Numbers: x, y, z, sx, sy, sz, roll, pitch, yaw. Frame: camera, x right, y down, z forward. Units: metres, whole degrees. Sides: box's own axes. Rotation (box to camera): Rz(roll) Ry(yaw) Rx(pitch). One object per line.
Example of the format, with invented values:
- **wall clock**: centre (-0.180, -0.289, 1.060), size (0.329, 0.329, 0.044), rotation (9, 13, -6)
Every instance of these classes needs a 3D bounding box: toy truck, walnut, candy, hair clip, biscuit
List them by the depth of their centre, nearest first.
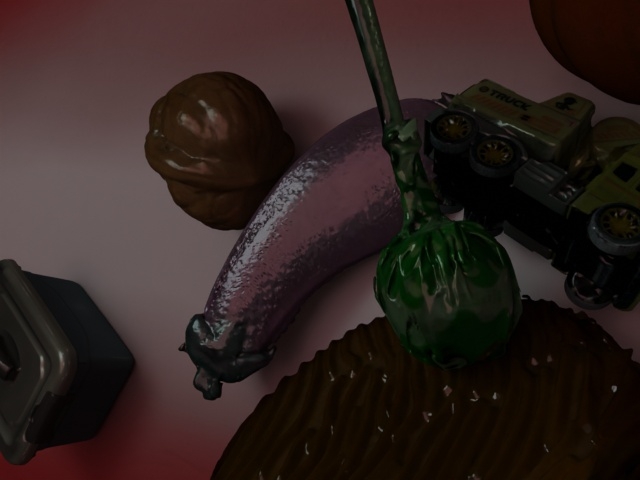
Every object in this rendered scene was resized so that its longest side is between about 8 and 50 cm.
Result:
- **biscuit**: centre (0.051, 0.141, 0.406), size (0.318, 0.318, 0.040), rotation (-17, 116, 33)
- **candy**: centre (0.050, -0.073, 0.407), size (0.097, 0.097, 0.323), rotation (-17, 89, 33)
- **toy truck**: centre (0.168, -0.047, 0.446), size (0.116, 0.085, 0.191), rotation (-41, 58, -18)
- **hair clip**: centre (-0.002, -0.002, 0.573), size (0.358, 0.096, 0.110), rotation (-48, 41, 16)
- **walnut**: centre (-0.099, -0.091, 0.626), size (0.166, 0.149, 0.166), rotation (32, 130, 48)

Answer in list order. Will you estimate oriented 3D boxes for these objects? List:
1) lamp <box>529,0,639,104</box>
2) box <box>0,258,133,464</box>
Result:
- **lamp**: centre (0.234, -0.174, 0.359), size (0.223, 0.196, 0.223), rotation (-25, 32, 16)
- **box**: centre (-0.347, 0.143, 0.767), size (0.227, 0.130, 0.162), rotation (39, 104, 33)
